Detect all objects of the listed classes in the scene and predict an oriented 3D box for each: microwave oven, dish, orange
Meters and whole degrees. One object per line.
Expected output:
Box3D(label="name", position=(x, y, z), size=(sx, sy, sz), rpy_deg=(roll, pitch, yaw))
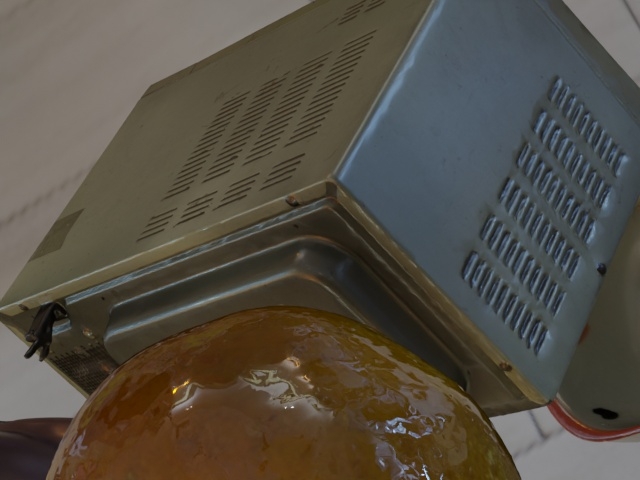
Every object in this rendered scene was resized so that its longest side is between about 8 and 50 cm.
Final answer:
Box3D(label="microwave oven", position=(0.000, 0.000, 0.744), size=(0.240, 0.145, 0.194), rpy_deg=(-19, 36, 47))
Box3D(label="dish", position=(0.266, 0.031, 1.234), size=(0.256, 0.117, 0.256), rpy_deg=(-26, 59, 54))
Box3D(label="orange", position=(-0.008, 0.096, 0.487), size=(0.154, 0.134, 0.155), rpy_deg=(-11, 74, 41))

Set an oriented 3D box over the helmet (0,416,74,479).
Box3D(label="helmet", position=(-0.227, 0.230, 0.924), size=(0.338, 0.197, 0.271), rpy_deg=(-46, 41, 47))
